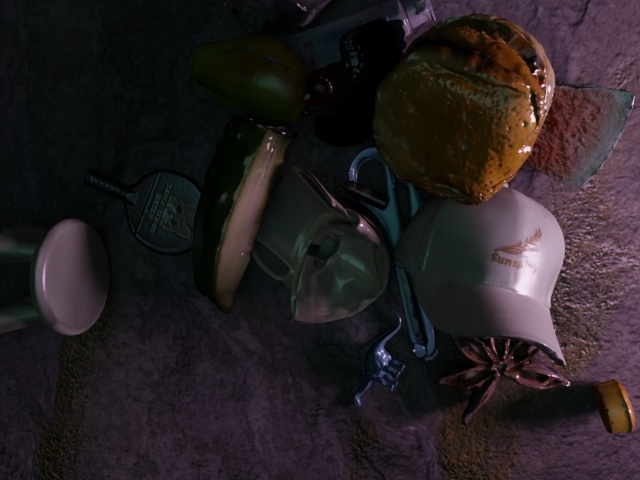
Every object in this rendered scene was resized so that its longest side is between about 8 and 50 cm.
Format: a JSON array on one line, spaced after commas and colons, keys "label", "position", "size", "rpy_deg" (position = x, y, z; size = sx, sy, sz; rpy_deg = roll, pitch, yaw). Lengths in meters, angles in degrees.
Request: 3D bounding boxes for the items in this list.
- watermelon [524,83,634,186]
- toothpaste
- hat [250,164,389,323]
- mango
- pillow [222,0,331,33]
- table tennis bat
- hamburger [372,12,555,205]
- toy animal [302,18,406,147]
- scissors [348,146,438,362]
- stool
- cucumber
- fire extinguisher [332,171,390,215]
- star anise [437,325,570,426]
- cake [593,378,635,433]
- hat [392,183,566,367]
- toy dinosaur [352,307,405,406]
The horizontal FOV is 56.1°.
[{"label": "watermelon", "position": [0.326, -0.188, 0.924], "size": [0.241, 0.094, 0.154], "rpy_deg": [19, 109, 8]}, {"label": "toothpaste", "position": [0.064, -0.328, 0.957], "size": [0.234, 0.057, 0.090], "rpy_deg": [-18, 95, 17]}, {"label": "hat", "position": [0.000, 0.000, 0.994], "size": [0.219, 0.164, 0.226], "rpy_deg": [-51, 47, 29]}, {"label": "mango", "position": [-0.111, -0.267, 0.963], "size": [0.232, 0.111, 0.126], "rpy_deg": [28, 89, 17]}, {"label": "pillow", "position": [-0.012, -0.458, 0.915], "size": [0.161, 0.093, 0.335], "rpy_deg": [34, 103, -28]}, {"label": "table tennis bat", "position": [-0.306, -0.065, 1.060], "size": [0.236, 0.027, 0.150], "rpy_deg": [24, 100, 3]}, {"label": "hamburger", "position": [0.202, -0.185, 0.844], "size": [0.244, 0.163, 0.245], "rpy_deg": [12, 122, 20]}, {"label": "toy animal", "position": [0.057, -0.223, 0.897], "size": [0.116, 0.179, 0.219], "rpy_deg": [35, 122, 16]}, {"label": "scissors", "position": [0.152, 0.007, 0.991], "size": [0.180, 0.032, 0.393], "rpy_deg": [-8, 95, 11]}, {"label": "stool", "position": [-0.494, 0.061, 1.017], "size": [0.198, 0.195, 0.196], "rpy_deg": [0, 97, 10]}, {"label": "cucumber", "position": [-0.153, -0.045, 0.973], "size": [0.145, 0.105, 0.326], "rpy_deg": [29, 106, 37]}, {"label": "fire extinguisher", "position": [0.058, -0.069, 0.964], "size": [0.100, 0.032, 0.046], "rpy_deg": [25, 85, 7]}, {"label": "star anise", "position": [0.287, 0.189, 0.982], "size": [0.207, 0.063, 0.172], "rpy_deg": [-28, 88, 14]}, {"label": "cake", "position": [0.466, 0.263, 0.950], "size": [0.044, 0.084, 0.084], "rpy_deg": [-17, 94, 13]}, {"label": "hat", "position": [0.255, 0.036, 0.851], "size": [0.257, 0.301, 0.168], "rpy_deg": [13, 119, -7]}, {"label": "toy dinosaur", "position": [0.101, 0.207, 1.014], "size": [0.080, 0.045, 0.198], "rpy_deg": [26, 111, 21]}]
